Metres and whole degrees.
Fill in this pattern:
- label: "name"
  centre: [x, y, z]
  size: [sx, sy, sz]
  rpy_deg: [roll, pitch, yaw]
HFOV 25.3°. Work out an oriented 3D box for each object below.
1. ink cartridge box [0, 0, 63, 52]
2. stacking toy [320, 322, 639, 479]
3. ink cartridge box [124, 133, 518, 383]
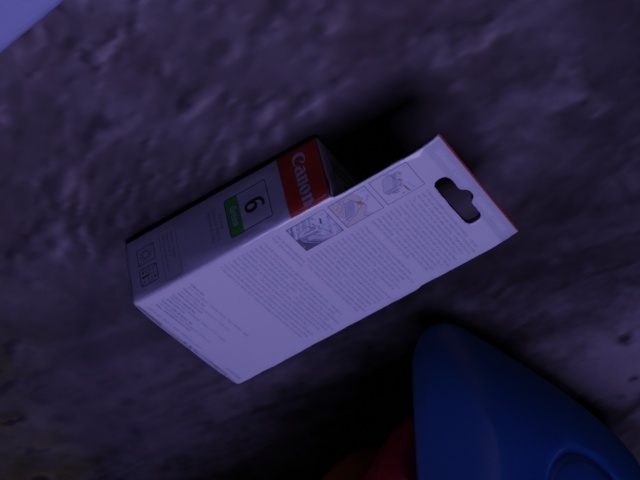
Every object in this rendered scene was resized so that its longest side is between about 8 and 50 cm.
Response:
- label: "ink cartridge box"
  centre: [-0.164, -0.081, 0.308]
  size: [0.311, 0.065, 0.186]
  rpy_deg: [-32, 137, 23]
- label: "stacking toy"
  centre: [-0.009, 0.176, 0.601]
  size: [0.302, 0.175, 0.166]
  rpy_deg: [-26, 137, 30]
- label: "ink cartridge box"
  centre: [0.000, 0.000, 0.473]
  size: [0.115, 0.029, 0.063]
  rpy_deg: [-29, 138, 15]
